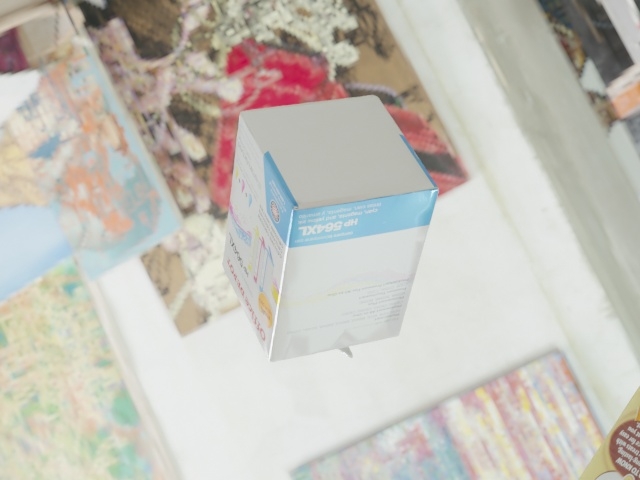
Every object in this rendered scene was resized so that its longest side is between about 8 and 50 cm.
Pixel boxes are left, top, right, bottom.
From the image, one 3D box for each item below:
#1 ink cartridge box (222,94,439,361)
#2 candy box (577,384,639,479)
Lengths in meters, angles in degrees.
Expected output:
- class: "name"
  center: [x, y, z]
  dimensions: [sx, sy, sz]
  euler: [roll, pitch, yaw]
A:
- class: "ink cartridge box"
  center: [0.000, 0.000, 0.692]
  dimensions: [0.090, 0.092, 0.143]
  euler: [-9, 135, -22]
- class: "candy box"
  center: [0.311, 0.151, 0.830]
  dimensions: [0.316, 0.183, 0.087]
  euler: [-56, -150, 1]
